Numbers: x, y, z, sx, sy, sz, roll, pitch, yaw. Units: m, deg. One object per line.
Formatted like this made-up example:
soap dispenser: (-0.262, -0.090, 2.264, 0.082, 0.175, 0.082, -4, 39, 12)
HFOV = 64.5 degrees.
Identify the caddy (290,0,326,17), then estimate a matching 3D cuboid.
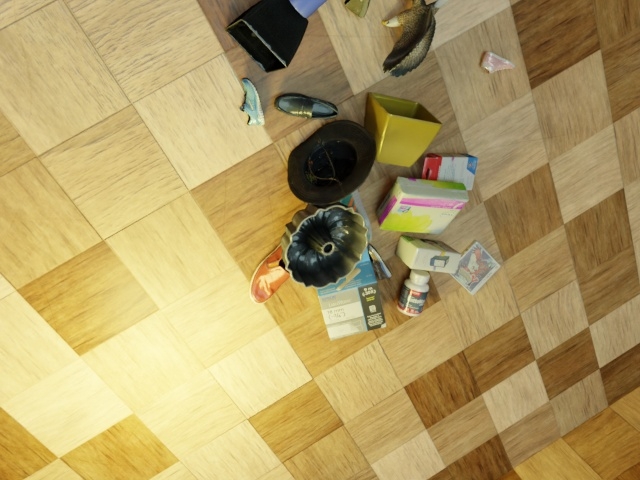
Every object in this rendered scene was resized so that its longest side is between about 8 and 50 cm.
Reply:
caddy: (-0.050, -0.793, 1.441, 0.179, 0.341, 0.241, -38, 120, 20)

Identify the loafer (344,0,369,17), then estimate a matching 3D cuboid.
loafer: (0.125, -0.789, 1.561, 0.087, 0.251, 0.095, 14, 71, -5)

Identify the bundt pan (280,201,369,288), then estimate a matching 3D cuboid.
bundt pan: (0.000, 0.000, 1.787, 0.330, 0.124, 0.331, -16, 125, -23)

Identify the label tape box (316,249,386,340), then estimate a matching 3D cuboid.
label tape box: (0.110, 0.214, 2.014, 0.240, 0.106, 0.334, -14, 117, 1)

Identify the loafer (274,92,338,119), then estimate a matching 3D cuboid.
loafer: (-0.045, -0.452, 1.718, 0.223, 0.078, 0.076, 4, 110, -20)

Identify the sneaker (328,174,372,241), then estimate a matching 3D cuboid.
sneaker: (0.098, -0.112, 1.902, 0.120, 0.108, 0.302, -25, 110, -6)

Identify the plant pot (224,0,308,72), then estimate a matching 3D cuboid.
plant pot: (-0.150, -0.649, 1.551, 0.187, 0.188, 0.167, 41, 84, -28)

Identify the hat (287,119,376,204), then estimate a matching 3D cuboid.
hat: (0.052, -0.245, 1.762, 0.331, 0.331, 0.134, -41, 148, 2)

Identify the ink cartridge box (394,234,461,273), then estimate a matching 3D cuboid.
ink cartridge box: (0.434, 0.056, 2.051, 0.212, 0.154, 0.093, 10, 107, -21)

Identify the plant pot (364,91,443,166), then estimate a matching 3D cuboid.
plant pot: (0.266, -0.381, 1.792, 0.212, 0.212, 0.187, 6, 123, -21)

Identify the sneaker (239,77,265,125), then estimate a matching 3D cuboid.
sneaker: (-0.234, -0.451, 1.666, 0.073, 0.063, 0.162, -17, 116, -7)

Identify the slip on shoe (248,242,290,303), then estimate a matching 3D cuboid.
slip on shoe: (-0.155, 0.108, 1.909, 0.123, 0.101, 0.331, 36, 99, -29)

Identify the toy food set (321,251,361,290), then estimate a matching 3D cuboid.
toy food set: (0.036, 0.100, 1.935, 0.128, 0.217, 0.071, -49, 163, -10)

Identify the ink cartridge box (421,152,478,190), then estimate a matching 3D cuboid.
ink cartridge box: (0.484, -0.267, 1.974, 0.230, 0.078, 0.134, -2, 112, -18)

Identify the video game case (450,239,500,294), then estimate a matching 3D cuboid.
video game case: (0.677, 0.123, 2.236, 0.201, 0.023, 0.183, 39, 96, -28)

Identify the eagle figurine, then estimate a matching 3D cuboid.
eagle figurine: (0.302, -0.698, 1.676, 0.226, 0.225, 0.299, -5, 103, -27)

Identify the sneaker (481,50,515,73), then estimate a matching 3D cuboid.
sneaker: (0.656, -0.647, 1.887, 0.134, 0.051, 0.070, 16, 108, -20)

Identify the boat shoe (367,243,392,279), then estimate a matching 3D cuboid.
boat shoe: (0.222, 0.093, 2.048, 0.066, 0.066, 0.183, -32, 114, 7)

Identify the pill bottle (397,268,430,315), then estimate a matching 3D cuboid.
pill bottle: (0.396, 0.216, 2.135, 0.107, 0.108, 0.180, 6, 110, -21)

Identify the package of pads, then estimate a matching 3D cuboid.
package of pads: (0.384, -0.126, 1.938, 0.296, 0.101, 0.229, 4, 144, -19)
